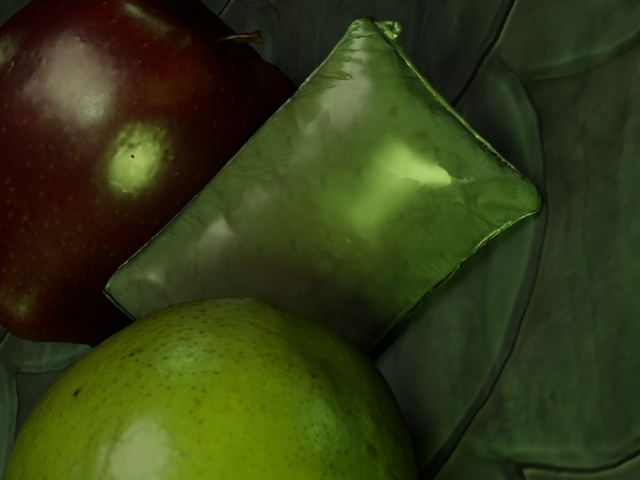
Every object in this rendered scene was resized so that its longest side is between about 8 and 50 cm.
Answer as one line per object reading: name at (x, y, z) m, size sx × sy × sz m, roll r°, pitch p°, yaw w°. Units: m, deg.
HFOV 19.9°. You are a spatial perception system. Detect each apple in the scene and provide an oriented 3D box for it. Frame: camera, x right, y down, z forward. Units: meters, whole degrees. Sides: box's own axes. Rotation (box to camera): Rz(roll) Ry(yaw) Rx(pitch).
apple at (-0.164, -0.068, 1.476) m, size 0.317 × 0.288 × 0.288 m, roll -53°, pitch 32°, yaw 21°

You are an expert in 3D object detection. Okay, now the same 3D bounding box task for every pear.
pear at (-0.067, 0.173, 1.142) m, size 0.294 × 0.294 × 0.294 m, roll -33°, pitch 39°, yaw 33°

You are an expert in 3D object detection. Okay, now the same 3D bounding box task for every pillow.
pillow at (0.000, 0.000, 1.308) m, size 0.302 × 0.185 × 0.075 m, roll -45°, pitch -5°, yaw 18°
